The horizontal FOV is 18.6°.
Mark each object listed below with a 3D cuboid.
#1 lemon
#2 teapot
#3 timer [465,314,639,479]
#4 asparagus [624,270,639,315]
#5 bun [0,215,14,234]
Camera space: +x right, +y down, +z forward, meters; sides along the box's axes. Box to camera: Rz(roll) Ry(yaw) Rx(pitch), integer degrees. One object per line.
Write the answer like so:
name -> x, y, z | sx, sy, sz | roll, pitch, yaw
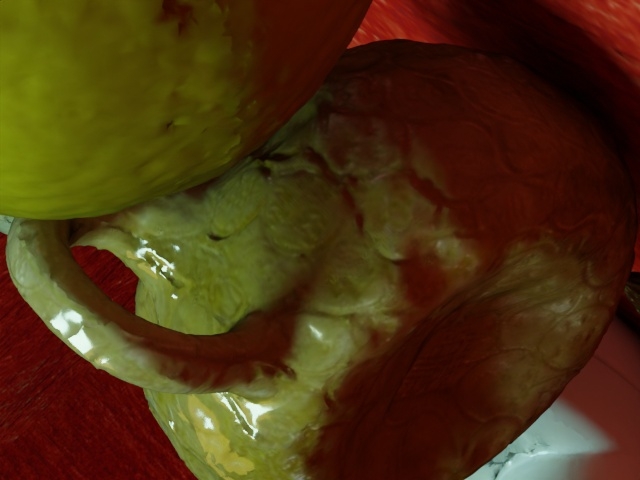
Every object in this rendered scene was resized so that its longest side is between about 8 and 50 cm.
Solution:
lemon -> -0.089, -0.123, 0.575 | 0.236, 0.236, 0.263 | 46, 179, -1
teapot -> 0.000, 0.000, 0.757 | 0.311, 0.203, 0.167 | -7, -134, -48
timer -> 0.070, 0.129, 0.970 | 0.234, 0.240, 0.233 | 11, 135, 11
asparagus -> 0.201, 0.089, 0.869 | 0.233, 0.022, 0.023 | 47, -143, -22
bun -> -0.165, -0.126, 1.168 | 0.259, 0.152, 0.259 | 39, -152, -25
